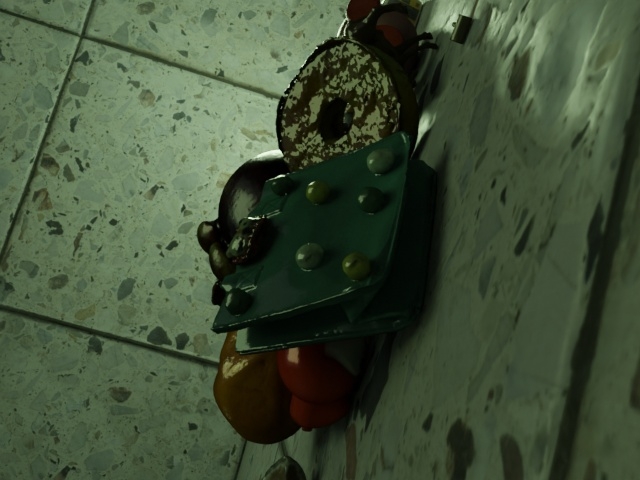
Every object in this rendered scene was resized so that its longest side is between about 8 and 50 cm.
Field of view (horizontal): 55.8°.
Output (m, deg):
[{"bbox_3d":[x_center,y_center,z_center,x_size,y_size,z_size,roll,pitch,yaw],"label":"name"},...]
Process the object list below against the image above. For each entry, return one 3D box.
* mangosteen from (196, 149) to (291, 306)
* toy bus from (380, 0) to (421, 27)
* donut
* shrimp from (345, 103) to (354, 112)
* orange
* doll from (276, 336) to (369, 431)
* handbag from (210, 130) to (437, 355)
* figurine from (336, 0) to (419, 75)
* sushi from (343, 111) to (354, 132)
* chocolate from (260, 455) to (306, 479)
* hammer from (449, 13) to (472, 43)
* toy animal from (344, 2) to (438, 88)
[{"bbox_3d":[-0.084,-0.007,1.178,0.347,0.307,0.307,-40,6,0],"label":"mangosteen"},{"bbox_3d":[0.156,-0.507,1.472,0.342,0.097,0.138,-101,29,-78],"label":"toy bus"},{"bbox_3d":[0.052,-0.195,0.994,0.107,0.272,0.272,-18,-42,-44],"label":"donut"},{"bbox_3d":[0.058,-0.328,1.439,0.296,0.058,0.169,-44,51,17],"label":"shrimp"},{"bbox_3d":[-0.091,0.235,1.070,0.249,0.183,0.249,10,-90,-67],"label":"orange"},{"bbox_3d":[0.002,0.164,0.876,0.161,0.129,0.291,-92,11,-68],"label":"doll"},{"bbox_3d":[-0.001,-0.003,0.757,0.274,0.100,0.269,-11,48,33],"label":"handbag"},{"bbox_3d":[0.112,-0.371,1.186,0.173,0.173,0.173,-164,90,-85],"label":"figurine"},{"bbox_3d":[0.040,-0.198,1.335,0.153,0.172,0.151,-53,-26,-64],"label":"sushi"},{"bbox_3d":[-0.065,0.468,0.909,0.157,0.080,0.254,-55,14,25],"label":"chocolate"},{"bbox_3d":[0.198,-0.308,0.871,0.110,0.019,0.036,-72,1,-65],"label":"hammer"},{"bbox_3d":[0.115,-0.302,1.060,0.186,0.214,0.094,-37,32,24],"label":"toy animal"}]
